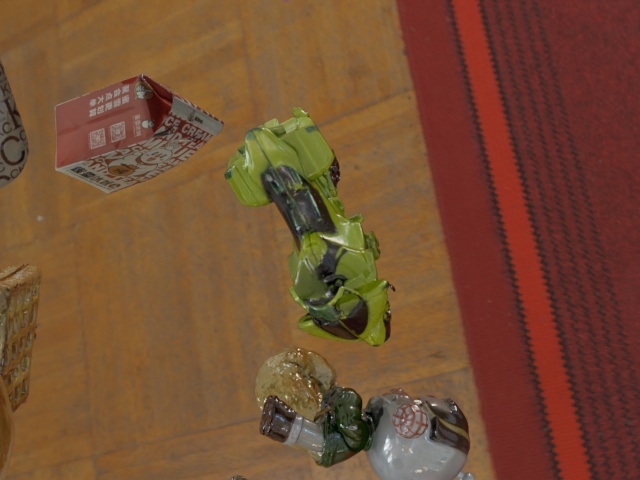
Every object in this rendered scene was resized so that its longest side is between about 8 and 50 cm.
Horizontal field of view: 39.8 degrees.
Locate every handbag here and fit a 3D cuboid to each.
[{"bbox_3d":[-0.344,-0.210,1.686,0.298,0.171,0.151,-15,70,22],"label":"handbag"}]

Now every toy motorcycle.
[{"bbox_3d":[-0.002,0.001,1.166,0.142,0.206,0.342,-27,95,6],"label":"toy motorcycle"}]

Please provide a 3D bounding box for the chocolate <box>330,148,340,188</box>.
[{"bbox_3d":[-0.010,-0.134,1.952,0.156,0.156,0.133,-63,20,6],"label":"chocolate"}]

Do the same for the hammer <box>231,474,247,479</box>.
[{"bbox_3d":[-0.158,0.439,1.487,0.029,0.123,0.014,5,119,19],"label":"hammer"}]

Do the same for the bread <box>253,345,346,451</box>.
[{"bbox_3d":[-0.032,0.329,1.899,0.134,0.244,0.244,-34,66,26],"label":"bread"}]

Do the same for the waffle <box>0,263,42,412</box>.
[{"bbox_3d":[-0.685,0.222,1.899,0.098,0.224,0.328,9,101,-2],"label":"waffle"}]

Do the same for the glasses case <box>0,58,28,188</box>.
[{"bbox_3d":[-0.436,-0.215,0.989,0.085,0.137,0.355,27,135,53],"label":"glasses case"}]

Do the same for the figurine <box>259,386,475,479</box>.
[{"bbox_3d":[0.088,0.320,1.463,0.370,0.281,0.167,12,76,-11],"label":"figurine"}]

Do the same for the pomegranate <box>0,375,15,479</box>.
[{"bbox_3d":[-0.526,0.249,1.133,0.307,0.307,0.307,-6,78,30],"label":"pomegranate"}]
